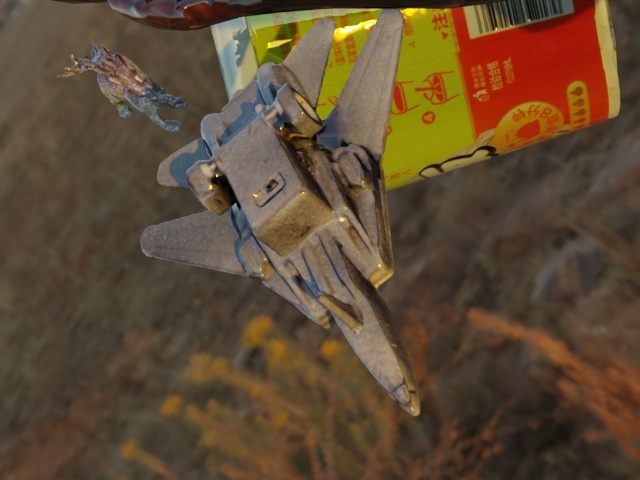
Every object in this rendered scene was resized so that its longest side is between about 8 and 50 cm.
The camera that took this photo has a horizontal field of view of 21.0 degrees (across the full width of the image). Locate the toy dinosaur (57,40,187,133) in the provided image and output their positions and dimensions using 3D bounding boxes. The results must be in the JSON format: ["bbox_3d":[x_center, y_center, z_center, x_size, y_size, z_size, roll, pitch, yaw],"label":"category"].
[{"bbox_3d":[-0.184,-0.146,1.557,0.209,0.082,0.039,19,69,51],"label":"toy dinosaur"}]

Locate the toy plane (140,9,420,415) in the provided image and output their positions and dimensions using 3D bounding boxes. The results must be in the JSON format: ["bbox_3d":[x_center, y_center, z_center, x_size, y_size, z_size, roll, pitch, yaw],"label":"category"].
[{"bbox_3d":[-0.007,-0.006,0.935,0.212,0.088,0.267,-41,37,14],"label":"toy plane"}]

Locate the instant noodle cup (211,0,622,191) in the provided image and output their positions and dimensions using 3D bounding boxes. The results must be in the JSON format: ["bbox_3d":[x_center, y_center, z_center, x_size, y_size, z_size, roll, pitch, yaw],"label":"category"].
[{"bbox_3d":[0.073,-0.169,1.435,0.307,0.294,0.294,-13,21,2],"label":"instant noodle cup"}]

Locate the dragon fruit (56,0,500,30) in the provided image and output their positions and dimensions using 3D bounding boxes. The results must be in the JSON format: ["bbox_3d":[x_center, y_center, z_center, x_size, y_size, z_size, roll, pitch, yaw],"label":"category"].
[{"bbox_3d":[0.048,-0.140,0.566,0.343,0.100,0.282,13,32,39],"label":"dragon fruit"}]
